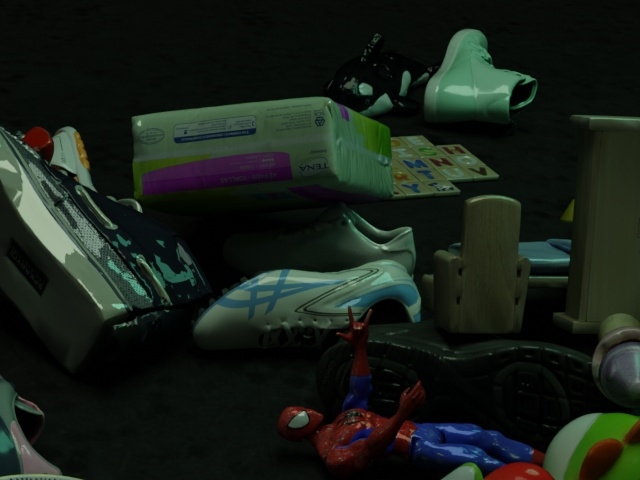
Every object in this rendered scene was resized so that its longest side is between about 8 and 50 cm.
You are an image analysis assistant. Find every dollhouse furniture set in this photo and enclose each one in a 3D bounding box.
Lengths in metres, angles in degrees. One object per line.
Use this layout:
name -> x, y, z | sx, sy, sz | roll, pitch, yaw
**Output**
dollhouse furniture set -> 0.216, -0.032, 1.418 | 0.286, 0.198, 0.303 | 1, 7, -15

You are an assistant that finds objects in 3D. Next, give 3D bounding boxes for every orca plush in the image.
orca plush -> 0.105, -0.261, 2.128 | 0.287, 0.102, 0.151 | -17, 33, -41

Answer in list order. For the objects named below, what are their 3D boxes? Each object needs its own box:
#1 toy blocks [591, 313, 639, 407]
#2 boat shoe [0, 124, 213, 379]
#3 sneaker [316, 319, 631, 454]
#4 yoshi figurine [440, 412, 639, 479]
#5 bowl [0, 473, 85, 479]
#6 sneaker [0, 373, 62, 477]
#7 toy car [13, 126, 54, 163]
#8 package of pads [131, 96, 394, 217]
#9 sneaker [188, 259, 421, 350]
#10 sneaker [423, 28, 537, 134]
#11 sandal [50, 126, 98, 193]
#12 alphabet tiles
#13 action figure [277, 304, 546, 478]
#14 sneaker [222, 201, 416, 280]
toy blocks -> 0.404, 0.059, 1.127 | 0.288, 0.309, 0.260 | 31, 12, 2
boat shoe -> -0.253, -0.013, 1.401 | 0.158, 0.127, 0.340 | -15, 59, -49
sneaker -> 0.144, 0.119, 1.306 | 0.286, 0.109, 0.130 | 11, 18, 5
yoshi figurine -> 0.154, 0.241, 1.015 | 0.362, 0.204, 0.203 | -22, -7, -23
bowl -> -0.200, 0.241, 0.975 | 0.170, 0.080, 0.170 | 5, 25, -2
sneaker -> -0.306, 0.136, 1.184 | 0.131, 0.112, 0.319 | 13, 22, -28
toy car -> -0.416, -0.033, 1.520 | 0.225, 0.053, 0.239 | 5, 46, 31
package of pads -> -0.060, -0.083, 1.535 | 0.229, 0.101, 0.296 | -6, -4, 15
sneaker -> -0.010, 0.075, 1.393 | 0.237, 0.085, 0.086 | -10, 54, -18
sneaker -> 0.256, -0.238, 2.121 | 0.151, 0.094, 0.256 | 7, 33, 16
sandal -> -0.295, -0.050, 1.569 | 0.076, 0.102, 0.265 | -1, 27, -21
alphabet tiles -> 0.108, -0.099, 1.886 | 0.237, 0.009, 0.198 | -5, 26, -22
action figure -> 0.104, 0.144, 1.203 | 0.280, 0.139, 0.091 | 5, 23, 3
sneaker -> 0.000, 0.000, 1.538 | 0.212, 0.094, 0.080 | 8, 26, 5
